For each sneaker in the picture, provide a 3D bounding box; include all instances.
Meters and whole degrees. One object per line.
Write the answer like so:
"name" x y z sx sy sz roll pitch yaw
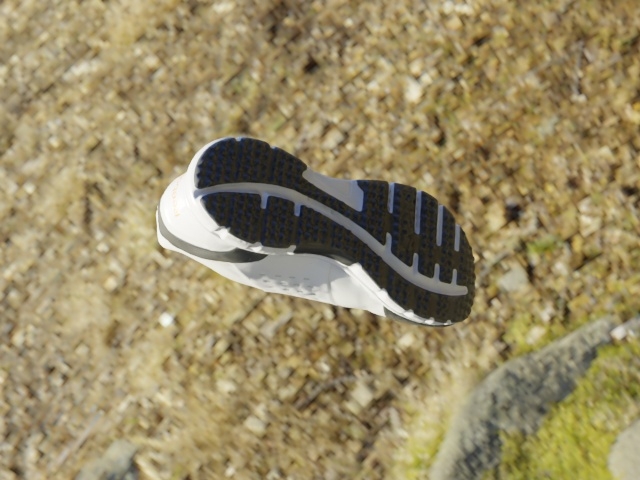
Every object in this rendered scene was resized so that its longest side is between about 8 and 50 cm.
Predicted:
"sneaker" 0.000 0.000 0.418 0.044 0.109 0.040 -25 49 52
